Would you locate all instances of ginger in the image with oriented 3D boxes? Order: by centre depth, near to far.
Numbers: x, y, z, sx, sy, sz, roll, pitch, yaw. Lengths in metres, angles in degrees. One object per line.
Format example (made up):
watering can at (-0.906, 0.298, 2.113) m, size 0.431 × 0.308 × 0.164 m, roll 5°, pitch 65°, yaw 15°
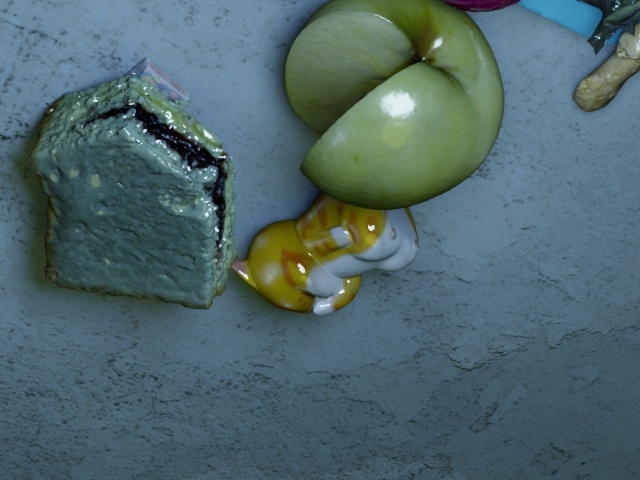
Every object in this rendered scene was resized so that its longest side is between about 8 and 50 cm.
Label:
ginger at (0.441, -0.250, 1.890) m, size 0.133 × 0.059 × 0.214 m, roll -18°, pitch 157°, yaw -39°

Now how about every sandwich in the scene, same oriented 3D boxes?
sandwich at (-0.251, -0.064, 1.841) m, size 0.262 × 0.131 × 0.325 m, roll 10°, pitch 132°, yaw 9°

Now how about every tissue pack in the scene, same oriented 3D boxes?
tissue pack at (-0.227, -0.199, 1.838) m, size 0.063 × 0.035 × 0.083 m, roll -33°, pitch 129°, yaw 23°

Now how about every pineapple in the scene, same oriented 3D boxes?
pineapple at (0.467, -0.318, 1.746) m, size 0.277 × 0.130 × 0.119 m, roll -14°, pitch 130°, yaw -16°

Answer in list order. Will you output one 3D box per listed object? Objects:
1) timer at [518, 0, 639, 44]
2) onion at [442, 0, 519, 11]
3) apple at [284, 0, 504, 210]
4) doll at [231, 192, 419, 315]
timer at (0.375, -0.388, 1.778) m, size 0.250 × 0.091 × 0.232 m, roll 19°, pitch 124°, yaw -39°
onion at (0.174, -0.405, 1.613) m, size 0.256 × 0.230 × 0.272 m, roll 22°, pitch 130°, yaw -25°
apple at (0.087, -0.180, 1.749) m, size 0.291 × 0.292 × 0.254 m, roll 13°, pitch 146°, yaw -20°
doll at (0.014, 0.008, 1.977) m, size 0.269 × 0.162 × 0.166 m, roll -36°, pitch 147°, yaw 13°
